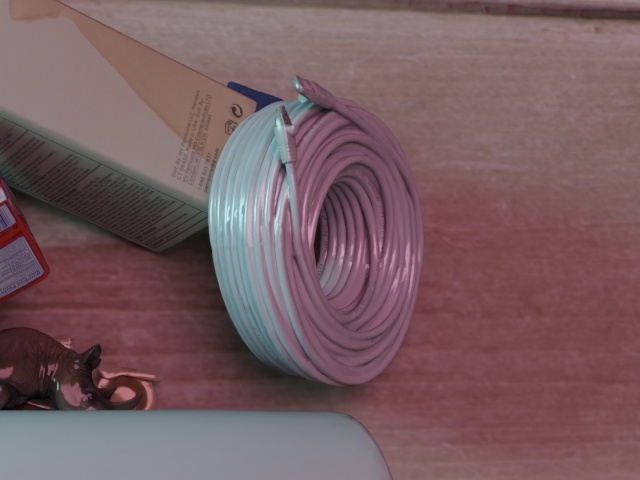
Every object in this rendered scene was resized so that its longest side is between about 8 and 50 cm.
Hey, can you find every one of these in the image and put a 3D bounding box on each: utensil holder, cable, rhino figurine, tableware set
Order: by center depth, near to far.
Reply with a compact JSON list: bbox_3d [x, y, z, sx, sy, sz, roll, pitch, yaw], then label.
[{"bbox_3d":[-0.160,0.286,1.275,0.385,0.327,0.328,1,69,-20],"label":"utensil holder"},{"bbox_3d":[-0.272,0.123,1.420,0.243,0.073,0.106,4,65,-3],"label":"rhino figurine"},{"bbox_3d":[-0.220,0.164,1.467,0.141,0.020,0.169,15,65,-11],"label":"tableware set"},{"bbox_3d":[0.000,0.000,1.489,0.257,0.089,0.257,15,77,-57],"label":"cable"}]

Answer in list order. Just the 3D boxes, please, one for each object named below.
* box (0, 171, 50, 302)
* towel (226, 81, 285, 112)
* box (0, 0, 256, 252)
[{"bbox_3d":[-0.369,0.016,1.362,0.256,0.128,0.123,-29,59,-7],"label":"box"},{"bbox_3d":[-0.044,-0.108,1.624,0.119,0.029,0.067,20,64,-8],"label":"towel"},{"bbox_3d":[-0.230,-0.116,1.463,0.311,0.148,0.121,27,63,-25],"label":"box"}]
